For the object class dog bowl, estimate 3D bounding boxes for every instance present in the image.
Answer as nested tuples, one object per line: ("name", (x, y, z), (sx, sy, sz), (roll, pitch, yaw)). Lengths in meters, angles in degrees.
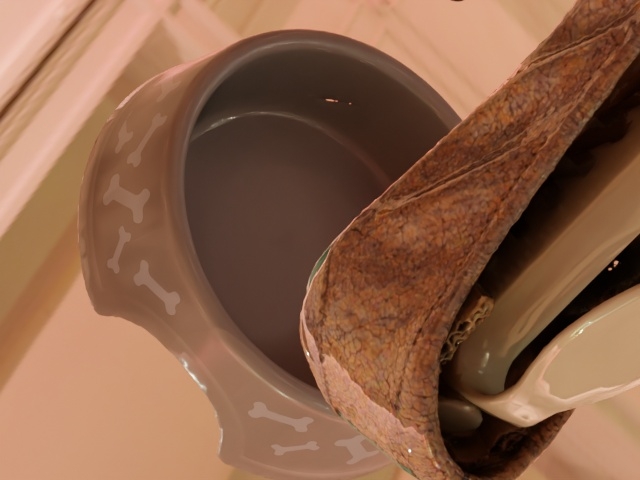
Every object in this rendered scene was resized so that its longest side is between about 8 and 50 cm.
("dog bowl", (0.000, 0.000, 1.066), (0.348, 0.102, 0.349), (14, -117, -29))

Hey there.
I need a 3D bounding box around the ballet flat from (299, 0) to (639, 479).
("ballet flat", (0.123, -0.043, 0.421), (0.107, 0.316, 0.106), (30, -163, -34))
